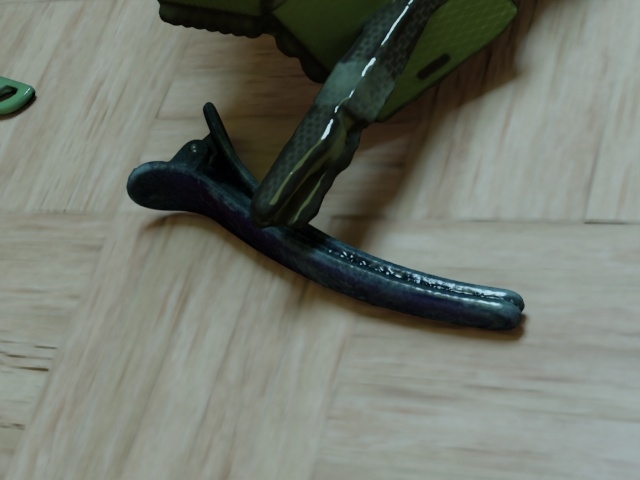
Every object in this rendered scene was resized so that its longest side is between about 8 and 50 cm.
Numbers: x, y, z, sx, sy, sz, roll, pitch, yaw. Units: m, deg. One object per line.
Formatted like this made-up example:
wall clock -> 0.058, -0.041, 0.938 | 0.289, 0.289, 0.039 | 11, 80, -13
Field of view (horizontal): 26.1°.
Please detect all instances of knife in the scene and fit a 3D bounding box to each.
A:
knife -> -0.334, -0.133, 1.092 | 0.293, 0.020, 0.043 | 15, 62, 33

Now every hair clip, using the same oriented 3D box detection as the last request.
hair clip -> 0.000, 0.000, 0.817 | 0.275, 0.048, 0.083 | 31, 63, 34

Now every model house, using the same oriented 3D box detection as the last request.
model house -> -0.018, -0.148, 0.838 | 0.218, 0.205, 0.278 | 20, 77, 50
